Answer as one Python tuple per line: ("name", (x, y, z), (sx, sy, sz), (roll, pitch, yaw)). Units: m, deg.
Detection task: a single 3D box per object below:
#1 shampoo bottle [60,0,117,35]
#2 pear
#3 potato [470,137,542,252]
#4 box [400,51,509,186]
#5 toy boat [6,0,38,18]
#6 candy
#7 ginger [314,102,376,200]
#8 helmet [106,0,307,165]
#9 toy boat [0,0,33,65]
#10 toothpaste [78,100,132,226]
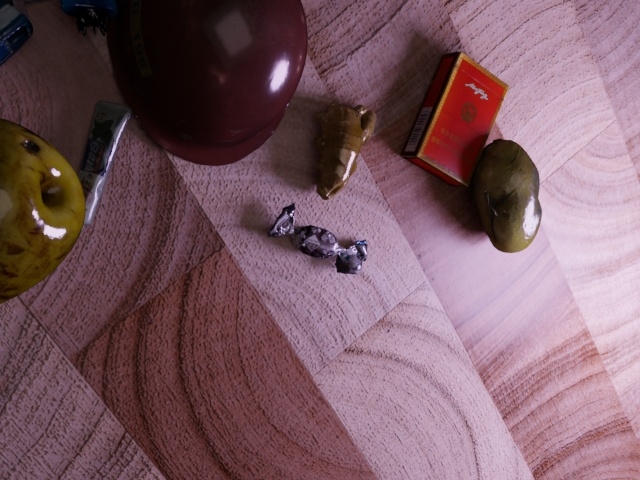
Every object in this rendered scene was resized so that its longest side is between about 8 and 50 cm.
("shampoo bottle", (-0.366, -0.410, 1.052), (0.087, 0.050, 0.183), (-6, 88, -37))
("pear", (-0.476, -0.038, 0.936), (0.283, 0.283, 0.283), (-4, 98, -27))
("potato", (0.399, -0.090, 1.453), (0.169, 0.143, 0.248), (-42, 125, -49))
("box", (0.282, -0.251, 1.417), (0.153, 0.074, 0.240), (25, 86, -24))
("toy boat", (-0.432, -0.402, 1.055), (0.122, 0.034, 0.096), (-26, 113, -32))
("candy", (0.000, 0.000, 1.316), (0.226, 0.051, 0.094), (21, 76, -30))
("ginger", (0.035, -0.182, 1.291), (0.205, 0.081, 0.115), (-65, 149, -15))
("helmet", (-0.152, -0.315, 1.097), (0.337, 0.230, 0.385), (-4, 97, -27))
("toy boat", (-0.550, -0.237, 0.978), (0.299, 0.096, 0.062), (-46, 103, -12))
("toothpaste", (-0.371, -0.116, 1.113), (0.060, 0.038, 0.233), (16, 88, -1))
